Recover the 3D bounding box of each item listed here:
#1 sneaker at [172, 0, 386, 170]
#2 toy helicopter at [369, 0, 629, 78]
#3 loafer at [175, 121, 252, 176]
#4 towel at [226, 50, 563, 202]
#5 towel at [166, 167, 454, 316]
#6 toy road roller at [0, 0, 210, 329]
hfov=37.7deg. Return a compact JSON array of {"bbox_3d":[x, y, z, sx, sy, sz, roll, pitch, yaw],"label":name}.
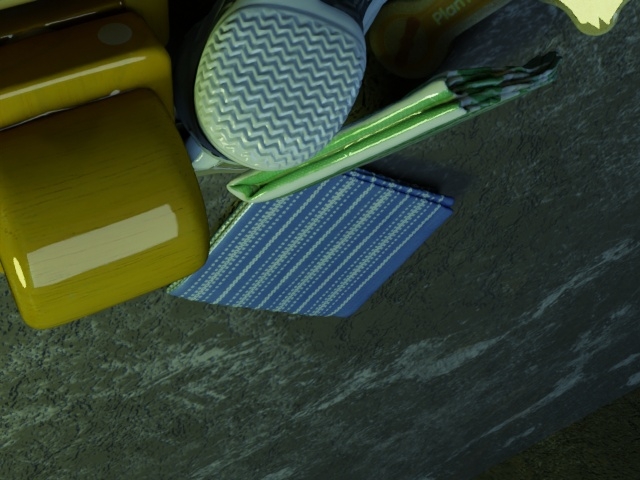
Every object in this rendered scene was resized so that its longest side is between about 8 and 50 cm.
[{"bbox_3d":[-0.011,-0.211,0.754,0.137,0.210,0.365,31,76,-17],"label":"sneaker"},{"bbox_3d":[0.167,-0.267,0.826,0.355,0.235,0.140,-31,-164,40],"label":"toy helicopter"},{"bbox_3d":[-0.096,-0.096,0.910,0.148,0.056,0.050,-19,152,-26],"label":"loafer"},{"bbox_3d":[0.084,-0.112,0.900,0.248,0.038,0.325,-23,-178,32],"label":"towel"},{"bbox_3d":[0.000,0.000,1.165,0.336,0.040,0.243,12,127,-49],"label":"towel"},{"bbox_3d":[-0.183,-0.096,0.643,0.203,0.240,0.329,-22,147,-22],"label":"toy road roller"}]
